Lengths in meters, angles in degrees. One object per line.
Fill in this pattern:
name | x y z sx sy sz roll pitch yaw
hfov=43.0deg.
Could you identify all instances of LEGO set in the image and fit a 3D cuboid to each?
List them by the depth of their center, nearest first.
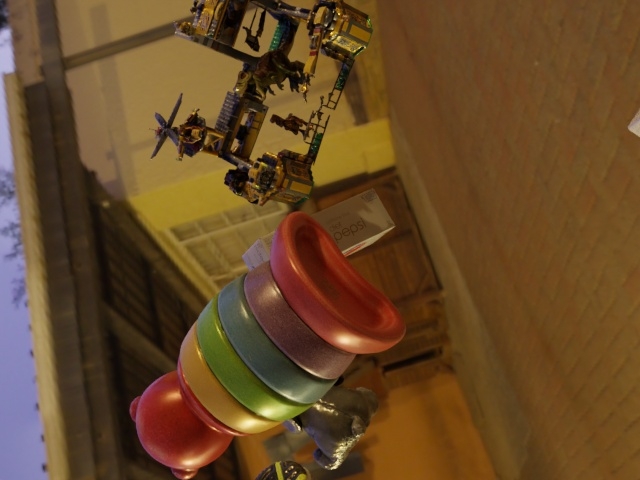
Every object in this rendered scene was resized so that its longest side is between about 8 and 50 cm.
LEGO set | -0.103 -0.215 1.091 0.192 0.331 0.255 12 -160 -44

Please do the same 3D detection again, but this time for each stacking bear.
stacking bear | -0.079 0.133 0.860 0.175 0.289 0.164 48 -163 3

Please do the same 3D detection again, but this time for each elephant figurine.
elephant figurine | -0.030 0.281 1.444 0.239 0.186 0.169 35 -149 9

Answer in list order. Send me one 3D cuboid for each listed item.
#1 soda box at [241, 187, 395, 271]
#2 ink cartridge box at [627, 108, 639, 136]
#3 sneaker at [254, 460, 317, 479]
soda box | 0.000 0.000 1.166 0.069 0.216 0.074 60 146 8
ink cartridge box | 0.618 -0.198 1.308 0.160 0.092 0.219 35 176 5
sneaker | -0.048 0.535 1.212 0.147 0.145 0.384 43 -129 -41
